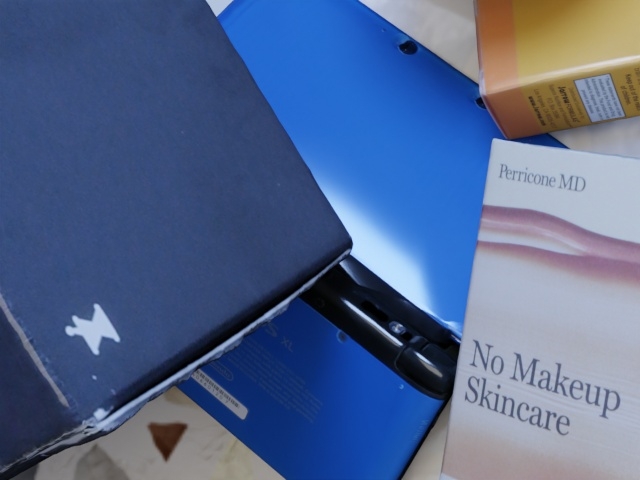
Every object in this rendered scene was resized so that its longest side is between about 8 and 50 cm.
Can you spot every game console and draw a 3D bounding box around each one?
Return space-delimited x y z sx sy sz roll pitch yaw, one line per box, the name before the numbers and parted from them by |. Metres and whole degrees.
game console | 0.000 0.000 0.927 0.293 0.173 0.250 38 131 16

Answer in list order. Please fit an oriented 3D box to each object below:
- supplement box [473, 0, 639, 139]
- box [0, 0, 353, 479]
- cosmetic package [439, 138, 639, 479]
supplement box | 0.216 -0.127 0.821 0.233 0.080 0.078 -10 65 20
box | -0.328 -0.054 0.802 0.471 0.297 0.480 -30 91 32
cosmetic package | 0.169 0.098 0.779 0.153 0.129 0.296 12 96 50
